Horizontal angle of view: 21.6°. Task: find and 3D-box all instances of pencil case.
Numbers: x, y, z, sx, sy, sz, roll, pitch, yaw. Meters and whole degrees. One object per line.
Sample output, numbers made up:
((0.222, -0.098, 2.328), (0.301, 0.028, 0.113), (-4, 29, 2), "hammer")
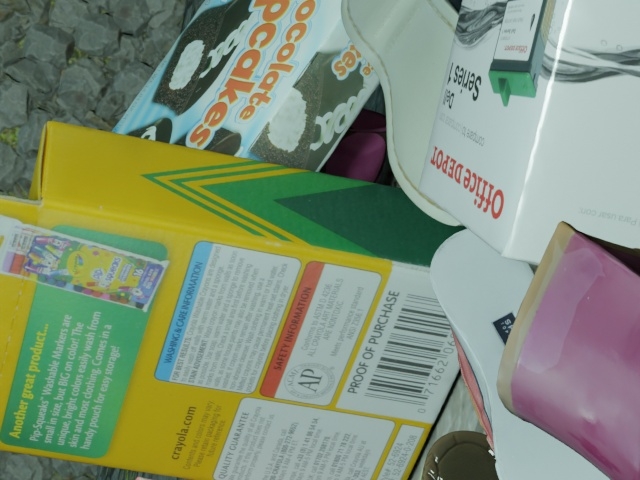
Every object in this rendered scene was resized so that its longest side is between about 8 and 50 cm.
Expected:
((0.000, 0.000, 1.229), (0.098, 0.095, 0.209), (-103, 24, -73), "pencil case")

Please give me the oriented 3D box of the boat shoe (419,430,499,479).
((0.067, 0.200, 0.888), (0.072, 0.068, 0.190), (102, -176, -70), "boat shoe")

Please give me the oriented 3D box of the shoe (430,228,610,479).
((0.107, 0.081, 0.807), (0.081, 0.063, 0.178), (58, -172, -58), "shoe")

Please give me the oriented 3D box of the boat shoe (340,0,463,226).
((0.078, -0.091, 0.987), (0.095, 0.079, 0.254), (-56, 31, 22), "boat shoe")

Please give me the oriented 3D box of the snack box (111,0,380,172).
((-0.041, -0.114, 1.159), (0.322, 0.060, 0.187), (-56, 33, -7), "snack box")

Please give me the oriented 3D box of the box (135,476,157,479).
((-0.064, 0.314, 1.033), (0.142, 0.154, 0.300), (115, 161, -45), "box")

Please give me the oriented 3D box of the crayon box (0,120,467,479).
((-0.079, 0.047, 1.017), (0.083, 0.322, 0.203), (-96, 21, -50), "crayon box")

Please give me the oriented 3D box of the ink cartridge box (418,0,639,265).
((0.127, -0.101, 0.772), (0.160, 0.092, 0.219), (-132, 54, -74), "ink cartridge box")

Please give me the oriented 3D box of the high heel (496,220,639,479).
((0.196, -0.062, 0.528), (0.181, 0.127, 0.377), (33, 111, 44), "high heel")
